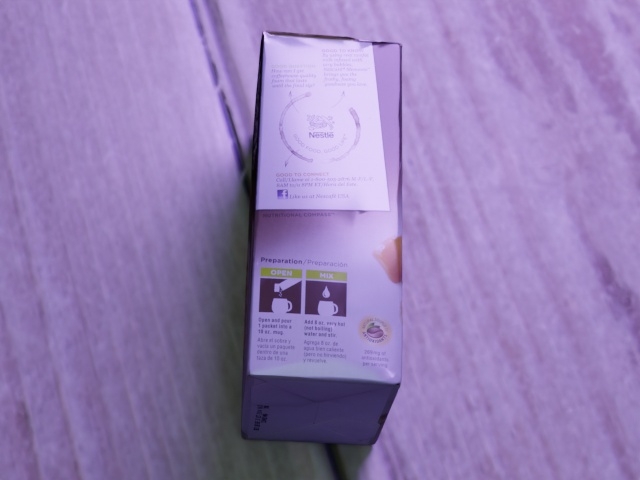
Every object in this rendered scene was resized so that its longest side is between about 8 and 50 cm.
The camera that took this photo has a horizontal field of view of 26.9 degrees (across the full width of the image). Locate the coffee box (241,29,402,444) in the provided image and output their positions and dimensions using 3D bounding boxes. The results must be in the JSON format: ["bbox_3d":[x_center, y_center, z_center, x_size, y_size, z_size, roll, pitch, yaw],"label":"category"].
[{"bbox_3d":[0.000,0.000,0.909,0.098,0.141,0.246,3,66,-4],"label":"coffee box"}]
